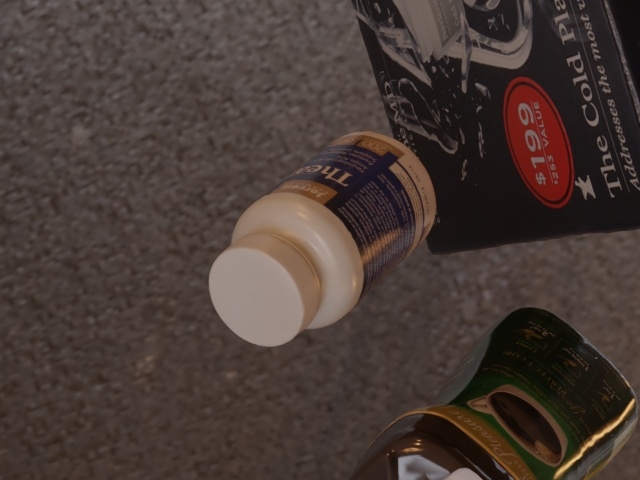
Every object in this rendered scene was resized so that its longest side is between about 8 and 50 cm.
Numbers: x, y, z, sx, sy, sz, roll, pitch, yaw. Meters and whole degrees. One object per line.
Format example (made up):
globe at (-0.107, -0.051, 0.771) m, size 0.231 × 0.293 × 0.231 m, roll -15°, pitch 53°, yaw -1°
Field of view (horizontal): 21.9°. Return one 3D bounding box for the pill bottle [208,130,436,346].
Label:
pill bottle at (0.000, 0.000, 0.770) m, size 0.120 × 0.067 × 0.067 m, roll -41°, pitch 106°, yaw -50°

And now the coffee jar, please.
coffee jar at (0.086, 0.108, 0.821) m, size 0.096 × 0.079 × 0.184 m, roll 44°, pitch 32°, yaw 9°

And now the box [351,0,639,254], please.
box at (0.136, -0.181, 0.872) m, size 0.179 × 0.312 × 0.343 m, roll -18°, pitch 91°, yaw -16°

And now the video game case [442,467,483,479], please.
video game case at (0.053, 0.218, 0.540) m, size 0.206 × 0.227 × 0.026 m, roll 43°, pitch 26°, yaw 9°
